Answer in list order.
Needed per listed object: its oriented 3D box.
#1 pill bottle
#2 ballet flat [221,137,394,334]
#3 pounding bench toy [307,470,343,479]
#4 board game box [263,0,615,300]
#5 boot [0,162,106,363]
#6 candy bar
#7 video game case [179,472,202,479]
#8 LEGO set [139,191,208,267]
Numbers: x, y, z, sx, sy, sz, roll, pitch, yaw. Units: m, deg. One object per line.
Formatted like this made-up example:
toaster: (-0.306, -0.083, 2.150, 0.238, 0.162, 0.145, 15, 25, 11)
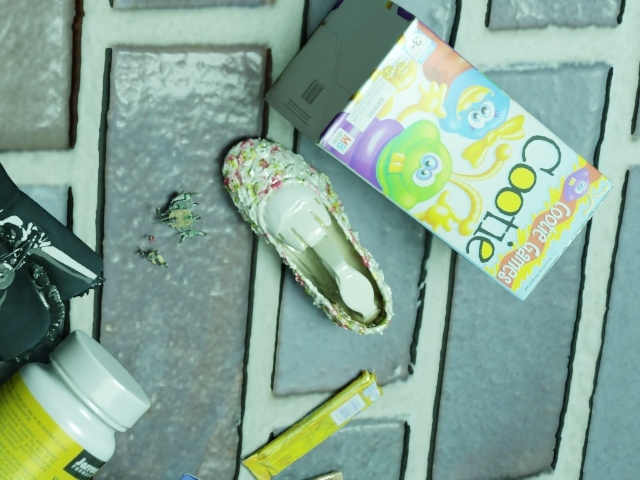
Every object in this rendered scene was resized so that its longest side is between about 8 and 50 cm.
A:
pill bottle: (-0.263, 0.186, 1.575, 0.208, 0.119, 0.119, -44, 120, 1)
ballet flat: (0.000, 0.000, 1.627, 0.091, 0.077, 0.241, -42, 120, 0)
pounding bench toy: (-0.006, 0.277, 1.748, 0.083, 0.065, 0.052, -16, 117, -15)
board game box: (0.111, -0.091, 1.595, 0.275, 0.144, 0.142, 36, 95, -30)
boot: (-0.331, 0.039, 1.499, 0.246, 0.094, 0.207, -42, 117, -8)
candy bar: (-0.004, 0.187, 1.738, 0.161, 0.018, 0.040, -37, 124, -5)
video game case: (-0.151, 0.380, 1.626, 0.269, 0.061, 0.244, -54, 153, -16)
LEGO set: (-0.136, -0.015, 1.601, 0.083, 0.023, 0.054, -37, 119, 11)
